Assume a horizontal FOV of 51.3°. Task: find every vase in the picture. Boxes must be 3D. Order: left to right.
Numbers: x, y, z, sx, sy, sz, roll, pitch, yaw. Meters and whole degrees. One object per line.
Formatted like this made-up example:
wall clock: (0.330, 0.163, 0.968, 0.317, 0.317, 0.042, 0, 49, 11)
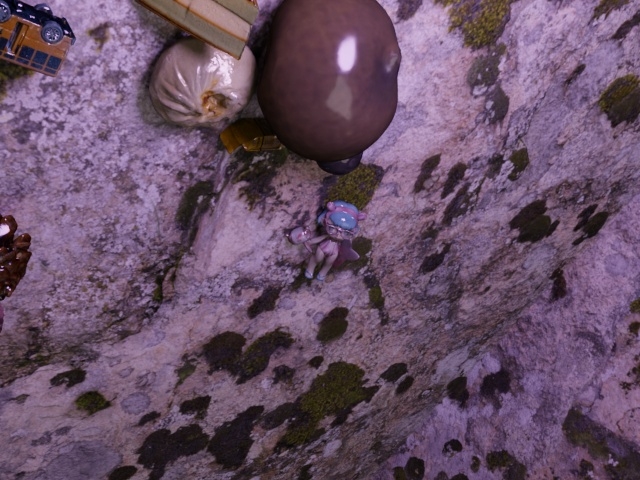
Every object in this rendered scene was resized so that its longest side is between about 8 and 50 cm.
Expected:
vase: (0.025, -0.241, 1.551, 0.120, 0.120, 0.183, -33, 124, 0)

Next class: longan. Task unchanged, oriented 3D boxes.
longan: (0.013, -0.324, 1.315, 0.288, 0.288, 0.350, -8, 120, -28)

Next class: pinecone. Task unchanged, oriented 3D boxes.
pinecone: (-0.670, 0.035, 1.279, 0.229, 0.201, 0.202, -46, 144, 20)

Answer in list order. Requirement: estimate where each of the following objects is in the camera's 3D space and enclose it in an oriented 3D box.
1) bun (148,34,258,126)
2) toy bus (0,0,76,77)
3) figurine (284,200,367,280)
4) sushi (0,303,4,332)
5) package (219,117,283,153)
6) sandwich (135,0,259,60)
bun: (-0.219, -0.297, 1.298, 0.222, 0.127, 0.222, -21, 140, -19)
toy bus: (-0.508, -0.345, 1.081, 0.182, 0.091, 0.103, 14, 121, -44)
figurine: (0.007, -0.005, 1.800, 0.205, 0.103, 0.260, 22, 126, -4)
sushi: (-0.794, 0.158, 1.395, 0.241, 0.108, 0.161, 0, 131, -24)
package: (-0.148, -0.231, 1.461, 0.131, 0.071, 0.047, -7, 140, -27)
sandwich: (-0.216, -0.410, 1.144, 0.144, 0.187, 0.117, -3, 132, -40)
